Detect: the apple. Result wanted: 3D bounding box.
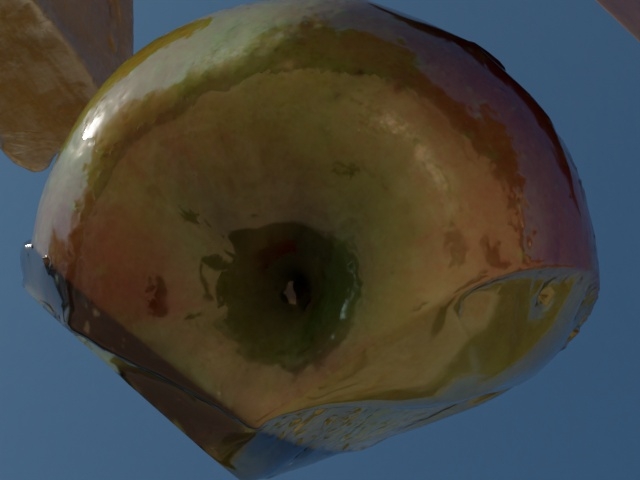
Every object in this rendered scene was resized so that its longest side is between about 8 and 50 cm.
[{"bbox_3d":[0.000,0.000,0.657,0.207,0.188,0.174,-6,-91,18],"label":"apple"}]

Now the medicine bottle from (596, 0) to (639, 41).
[{"bbox_3d":[0.164,-0.189,0.876,0.222,0.149,0.112,36,-98,-27],"label":"medicine bottle"}]

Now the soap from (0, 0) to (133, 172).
[{"bbox_3d":[-0.148,-0.166,0.864,0.073,0.232,0.140,-14,-35,13],"label":"soap"}]
